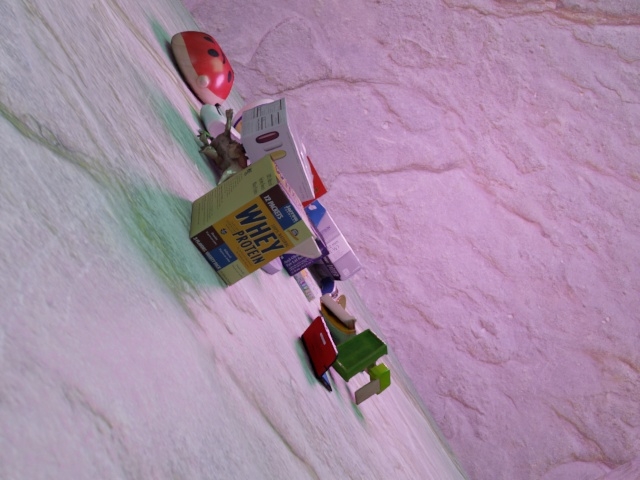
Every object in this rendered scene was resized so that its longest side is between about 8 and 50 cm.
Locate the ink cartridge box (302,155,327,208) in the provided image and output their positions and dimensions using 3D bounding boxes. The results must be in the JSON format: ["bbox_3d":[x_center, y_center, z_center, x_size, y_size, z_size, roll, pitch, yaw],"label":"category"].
[{"bbox_3d":[-0.121,-0.178,1.969,0.060,0.239,0.275,47,11,-37],"label":"ink cartridge box"}]

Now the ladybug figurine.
[{"bbox_3d":[-0.447,-0.683,2.248,0.305,0.162,0.449,55,6,-35],"label":"ladybug figurine"}]

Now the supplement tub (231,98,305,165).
[{"bbox_3d":[-0.210,-0.405,2.448,0.331,0.241,0.241,59,5,15],"label":"supplement tub"}]

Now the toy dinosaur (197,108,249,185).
[{"bbox_3d":[-0.266,-0.247,1.720,0.200,0.127,0.295,63,6,-49],"label":"toy dinosaur"}]

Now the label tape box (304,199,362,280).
[{"bbox_3d":[0.000,0.000,2.386,0.347,0.115,0.249,55,-18,-10],"label":"label tape box"}]

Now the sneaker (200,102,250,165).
[{"bbox_3d":[-0.323,-0.369,1.997,0.151,0.094,0.256,59,3,38],"label":"sneaker"}]

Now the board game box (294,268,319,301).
[{"bbox_3d":[-0.046,0.150,1.979,0.103,0.026,0.154,59,5,0],"label":"board game box"}]

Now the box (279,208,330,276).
[{"bbox_3d":[-0.090,-0.015,1.833,0.207,0.153,0.108,54,7,-31],"label":"box"}]

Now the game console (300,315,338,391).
[{"bbox_3d":[0.013,0.286,1.458,0.085,0.124,0.144,21,28,-35],"label":"game console"}]

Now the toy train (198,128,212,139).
[{"bbox_3d":[-0.367,-0.339,1.828,0.023,0.017,0.083,49,4,6],"label":"toy train"}]

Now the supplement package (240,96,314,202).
[{"bbox_3d":[-0.129,-0.261,1.753,0.204,0.145,0.261,-98,169,-55],"label":"supplement package"}]

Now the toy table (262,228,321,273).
[{"bbox_3d":[-0.119,-0.025,1.571,0.252,0.161,0.274,60,4,16],"label":"toy table"}]

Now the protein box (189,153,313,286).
[{"bbox_3d":[-0.146,-0.048,1.199,0.136,0.201,0.199,56,6,-26],"label":"protein box"}]

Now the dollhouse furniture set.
[{"bbox_3d":[0.056,0.326,1.727,0.301,0.151,0.197,40,-30,42],"label":"dollhouse furniture set"}]

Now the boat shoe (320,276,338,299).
[{"bbox_3d":[0.044,0.200,2.320,0.066,0.066,0.183,59,5,-14],"label":"boat shoe"}]

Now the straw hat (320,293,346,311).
[{"bbox_3d":[0.035,0.240,1.997,0.061,0.144,0.144,15,-12,21],"label":"straw hat"}]
